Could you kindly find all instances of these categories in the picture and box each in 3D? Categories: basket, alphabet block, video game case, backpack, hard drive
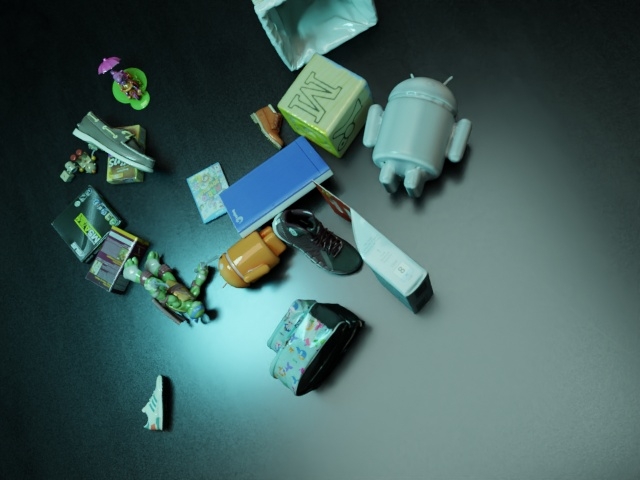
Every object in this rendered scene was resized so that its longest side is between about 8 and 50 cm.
[{"bbox_3d":[-0.040,-0.755,1.835,0.331,0.328,0.267,-27,71,7],"label":"basket"},{"bbox_3d":[0.023,-0.395,1.809,0.193,0.192,0.197,34,86,20],"label":"alphabet block"},{"bbox_3d":[-0.343,-0.150,1.935,0.119,0.015,0.166,-27,73,7],"label":"video game case"},{"bbox_3d":[-0.029,0.285,1.651,0.191,0.225,0.254,29,96,21],"label":"backpack"},{"bbox_3d":[-0.139,-0.165,1.820,0.318,0.040,0.210,-35,44,1],"label":"hard drive"}]

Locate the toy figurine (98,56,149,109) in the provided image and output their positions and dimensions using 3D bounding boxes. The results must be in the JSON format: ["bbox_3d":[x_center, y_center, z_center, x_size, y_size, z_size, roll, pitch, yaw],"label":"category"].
[{"bbox_3d":[-0.660,-0.531,2.024,0.130,0.159,0.173,-38,72,3],"label":"toy figurine"}]

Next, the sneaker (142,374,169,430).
[{"bbox_3d":[-0.491,0.479,1.806,0.075,0.057,0.162,-4,79,7],"label":"sneaker"}]

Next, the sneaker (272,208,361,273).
[{"bbox_3d":[0.000,0.000,1.698,0.281,0.162,0.107,27,74,-5],"label":"sneaker"}]

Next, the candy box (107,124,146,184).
[{"bbox_3d":[-0.639,-0.281,2.019,0.109,0.053,0.187,-4,78,12],"label":"candy box"}]

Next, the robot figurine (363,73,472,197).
[{"bbox_3d":[0.266,-0.304,1.720,0.299,0.200,0.354,15,82,15],"label":"robot figurine"}]

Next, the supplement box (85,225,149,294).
[{"bbox_3d":[-0.637,0.063,1.925,0.104,0.081,0.188,24,84,17],"label":"supplement box"}]

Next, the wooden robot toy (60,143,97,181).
[{"bbox_3d":[-0.788,-0.250,2.043,0.173,0.076,0.079,-43,82,2],"label":"wooden robot toy"}]

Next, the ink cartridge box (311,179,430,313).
[{"bbox_3d":[0.124,0.023,1.625,0.385,0.308,0.091,40,88,19],"label":"ink cartridge box"}]

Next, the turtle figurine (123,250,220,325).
[{"bbox_3d":[-0.437,0.096,1.805,0.266,0.275,0.198,27,58,24],"label":"turtle figurine"}]

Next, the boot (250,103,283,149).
[{"bbox_3d":[-0.147,-0.357,1.912,0.084,0.059,0.158,-34,71,0],"label":"boot"}]

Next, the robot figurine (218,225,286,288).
[{"bbox_3d":[-0.208,0.055,1.794,0.219,0.128,0.158,-38,71,3],"label":"robot figurine"}]

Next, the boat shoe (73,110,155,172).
[{"bbox_3d":[-0.644,-0.313,1.942,0.324,0.116,0.097,28,88,23],"label":"boat shoe"}]

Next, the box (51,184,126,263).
[{"bbox_3d":[-0.758,-0.053,2.001,0.184,0.045,0.191,-44,71,-1],"label":"box"}]
